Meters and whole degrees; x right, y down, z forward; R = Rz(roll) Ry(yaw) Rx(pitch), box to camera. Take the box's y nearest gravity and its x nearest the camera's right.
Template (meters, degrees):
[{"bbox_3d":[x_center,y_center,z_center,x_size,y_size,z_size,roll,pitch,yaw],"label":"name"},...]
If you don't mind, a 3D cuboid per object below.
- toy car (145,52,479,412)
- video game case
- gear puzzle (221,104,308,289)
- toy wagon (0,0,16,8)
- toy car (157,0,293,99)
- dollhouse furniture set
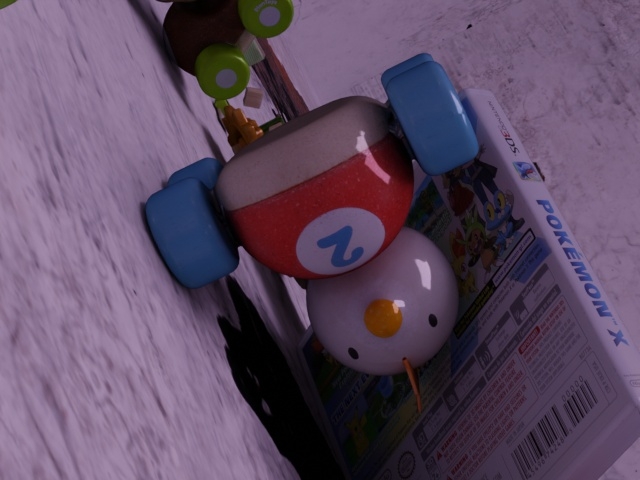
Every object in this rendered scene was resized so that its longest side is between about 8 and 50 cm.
[{"bbox_3d":[0.032,0.021,0.976,0.238,0.219,0.210,63,6,-9],"label":"toy car"},{"bbox_3d":[0.101,0.102,1.059,0.036,0.329,0.300,2,48,-30],"label":"video game case"},{"bbox_3d":[0.000,0.000,1.317,0.339,0.044,0.175,53,-20,25],"label":"gear puzzle"},{"bbox_3d":[-0.234,-0.286,0.709,0.267,0.068,0.344,59,7,-42],"label":"toy wagon"},{"bbox_3d":[-0.142,-0.250,1.315,0.188,0.149,0.155,25,23,-31],"label":"toy car"},{"bbox_3d":[-0.084,-0.163,1.492,0.151,0.076,0.058,61,5,-30],"label":"dollhouse furniture set"}]
